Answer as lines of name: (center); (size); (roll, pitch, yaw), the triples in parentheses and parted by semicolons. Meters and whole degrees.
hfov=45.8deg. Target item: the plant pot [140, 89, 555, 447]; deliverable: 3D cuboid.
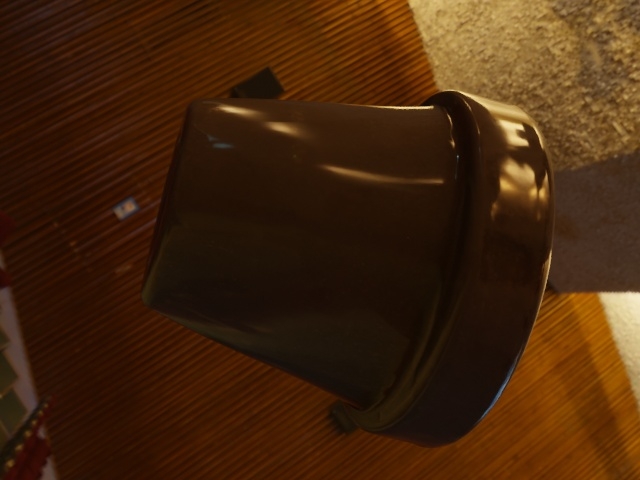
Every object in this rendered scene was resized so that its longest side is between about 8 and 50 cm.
plant pot: (0.000, 0.000, 0.545); (0.229, 0.262, 0.263); (14, 0, -14)
